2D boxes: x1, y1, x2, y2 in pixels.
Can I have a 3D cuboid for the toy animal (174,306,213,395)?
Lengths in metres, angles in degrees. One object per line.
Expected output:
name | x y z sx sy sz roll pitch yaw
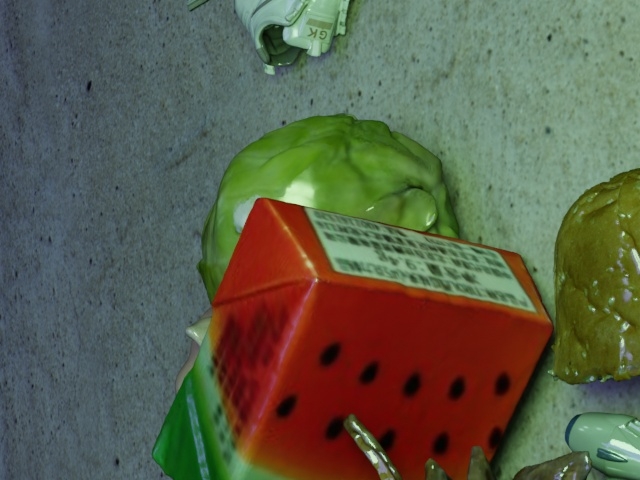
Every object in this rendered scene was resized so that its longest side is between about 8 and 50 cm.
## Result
toy animal | -0.055 0.209 1.668 0.326 0.237 0.269 24 121 49

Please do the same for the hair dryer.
hair dryer | 0.329 0.277 1.296 0.167 0.067 0.199 -1 94 46

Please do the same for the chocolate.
chocolate | 0.044 0.159 1.404 0.161 0.360 0.341 50 123 56

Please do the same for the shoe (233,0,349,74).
shoe | -0.009 -0.337 1.767 0.316 0.124 0.159 -35 57 50

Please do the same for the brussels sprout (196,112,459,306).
brussels sprout | 0.000 0.000 1.553 0.247 0.328 0.328 -160 80 -69

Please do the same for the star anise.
star anise | 0.166 0.322 1.315 0.292 0.109 0.350 -11 111 16

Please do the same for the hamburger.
hamburger | 0.340 0.029 1.250 0.309 0.132 0.211 -18 72 51

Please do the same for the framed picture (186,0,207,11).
framed picture | -0.143 -0.511 2.044 0.273 0.016 0.216 -19 70 49
